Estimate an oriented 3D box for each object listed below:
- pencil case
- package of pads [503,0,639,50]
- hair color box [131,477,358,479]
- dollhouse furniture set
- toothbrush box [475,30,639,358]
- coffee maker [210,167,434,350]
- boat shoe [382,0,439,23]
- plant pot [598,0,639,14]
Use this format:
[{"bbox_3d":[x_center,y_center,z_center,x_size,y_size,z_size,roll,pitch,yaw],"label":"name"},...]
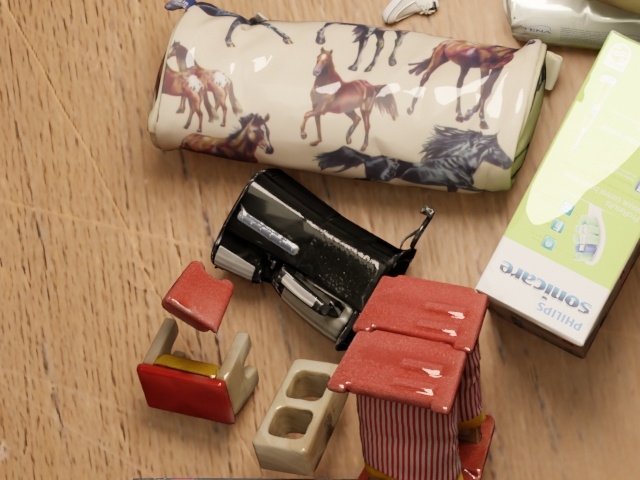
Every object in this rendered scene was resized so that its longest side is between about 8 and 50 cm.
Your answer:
[{"bbox_3d":[0.035,-0.154,1.769,0.410,0.160,0.183,8,54,10],"label":"pencil case"},{"bbox_3d":[0.318,-0.342,1.779,0.229,0.101,0.297,7,83,10],"label":"package of pads"},{"bbox_3d":[-0.017,0.329,1.738,0.347,0.105,0.174,-1,79,9],"label":"hair color box"},{"bbox_3d":[-0.023,0.139,1.667,0.374,0.201,0.152,9,46,20],"label":"dollhouse furniture set"},{"bbox_3d":[0.273,-0.038,1.692,0.122,0.206,0.283,29,87,11],"label":"toothbrush box"},{"bbox_3d":[0.000,0.000,1.784,0.178,0.120,0.171,35,79,12],"label":"coffee maker"},{"bbox_3d":[0.113,-0.260,1.837,0.100,0.035,0.035,-37,75,-4],"label":"boat shoe"},{"bbox_3d":[0.315,-0.324,1.614,0.191,0.284,0.284,-19,78,41],"label":"plant pot"}]
